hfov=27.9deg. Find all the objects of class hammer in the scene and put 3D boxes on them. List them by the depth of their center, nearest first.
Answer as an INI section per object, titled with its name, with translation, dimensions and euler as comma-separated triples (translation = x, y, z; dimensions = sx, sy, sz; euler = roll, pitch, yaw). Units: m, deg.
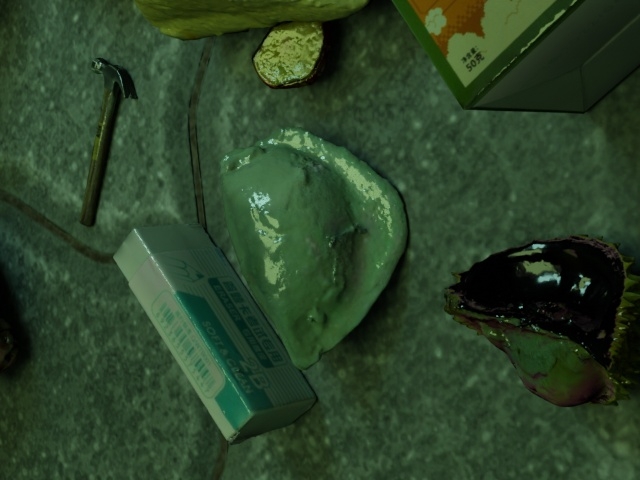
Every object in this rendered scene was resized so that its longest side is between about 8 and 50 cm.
[hammer]
translation = -0.233, -0.100, 1.376
dimensions = 0.062, 0.017, 0.182
euler = 27, 112, 36

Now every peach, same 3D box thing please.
[peach]
translation = -0.022, -0.179, 1.167
dimensions = 0.077, 0.050, 0.083
euler = -7, 86, 27

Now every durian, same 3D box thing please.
[durian]
translation = 0.195, 0.068, 0.995
dimensions = 0.187, 0.119, 0.108
euler = 17, 143, 50

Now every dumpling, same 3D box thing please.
[dumpling]
translation = -0.011, 0.002, 1.137
dimensions = 0.149, 0.105, 0.216
euler = -20, 81, 40

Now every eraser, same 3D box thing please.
[eraser]
translation = -0.102, 0.084, 1.228
dimensions = 0.052, 0.095, 0.225
euler = -50, 63, 31

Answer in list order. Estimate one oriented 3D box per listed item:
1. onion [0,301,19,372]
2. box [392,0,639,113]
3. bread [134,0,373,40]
[onion]
translation = -0.487, 0.057, 1.446
dimensions = 0.281, 0.281, 0.221
euler = 35, 82, 32
[box]
translation = 0.176, -0.205, 0.913
dimensions = 0.195, 0.177, 0.148
euler = -43, 66, 34
[bread]
translation = -0.048, -0.316, 1.141
dimensions = 0.236, 0.198, 0.263
euler = 4, 87, 8
